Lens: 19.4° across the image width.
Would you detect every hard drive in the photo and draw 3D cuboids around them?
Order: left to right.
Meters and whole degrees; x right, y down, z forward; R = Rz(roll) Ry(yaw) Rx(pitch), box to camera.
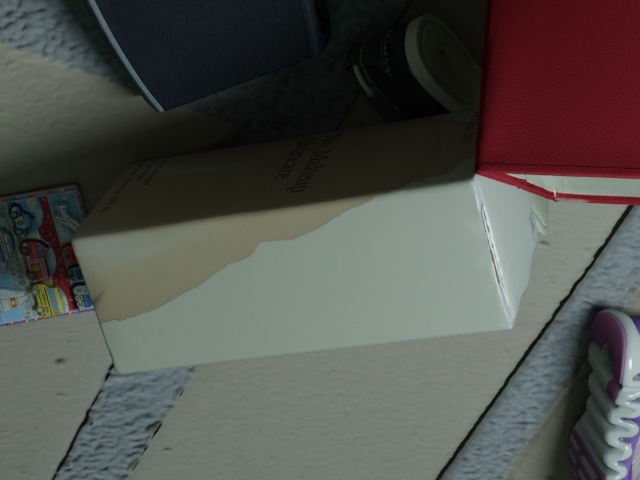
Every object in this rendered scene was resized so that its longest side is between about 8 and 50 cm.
[{"bbox_3d":[-0.100,-0.212,1.331,0.172,0.054,0.255,-19,128,5],"label":"hard drive"}]

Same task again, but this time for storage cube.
[{"bbox_3d":[0.230,-0.126,1.284,0.215,0.193,0.183,2,176,25],"label":"storage cube"}]

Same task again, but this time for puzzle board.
[{"bbox_3d":[-0.229,0.015,1.511,0.096,0.011,0.128,-11,128,-2],"label":"puzzle board"}]

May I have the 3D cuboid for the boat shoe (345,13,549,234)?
[{"bbox_3d":[0.107,-0.082,1.460,0.079,0.084,0.233,-19,133,30],"label":"boat shoe"}]

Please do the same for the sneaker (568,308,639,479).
[{"bbox_3d":[0.287,0.162,1.665,0.104,0.095,0.236,-5,127,-15],"label":"sneaker"}]

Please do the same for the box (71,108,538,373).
[{"bbox_3d":[-0.007,0.001,1.387,0.311,0.148,0.121,-9,114,18],"label":"box"}]
